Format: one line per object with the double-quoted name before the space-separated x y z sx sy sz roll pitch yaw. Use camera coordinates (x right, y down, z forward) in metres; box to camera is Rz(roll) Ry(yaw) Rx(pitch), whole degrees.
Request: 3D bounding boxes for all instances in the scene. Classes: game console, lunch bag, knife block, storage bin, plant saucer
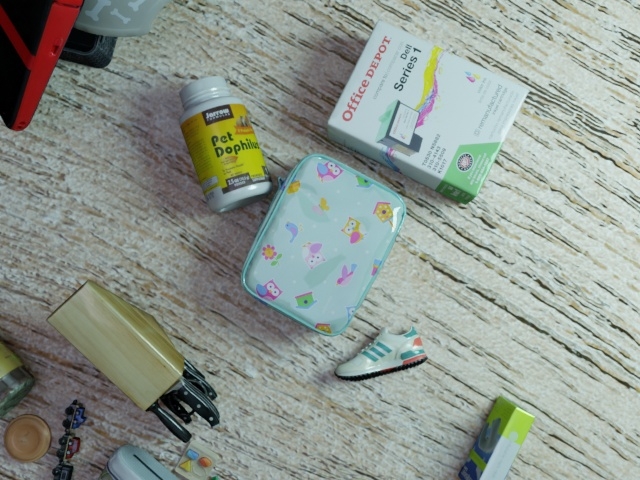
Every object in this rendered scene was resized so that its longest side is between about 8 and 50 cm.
"game console" -0.520 -0.425 1.206 0.386 0.060 0.342 55 133 17
"lunch bag" 0.000 0.000 1.260 0.224 0.108 0.279 28 88 1
"knife block" -0.280 0.208 1.200 0.088 0.276 0.242 -44 57 -1
"storage bin" -0.454 -0.388 1.311 0.180 0.084 0.122 14 87 2
"plant saucer" -0.513 0.346 1.305 0.083 0.013 0.083 0 86 1

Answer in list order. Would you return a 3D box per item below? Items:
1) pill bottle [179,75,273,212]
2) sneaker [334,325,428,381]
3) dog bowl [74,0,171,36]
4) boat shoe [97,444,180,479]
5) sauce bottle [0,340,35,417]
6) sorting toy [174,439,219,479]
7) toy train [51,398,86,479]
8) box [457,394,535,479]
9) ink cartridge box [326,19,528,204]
"pill bottle" -0.167 -0.164 1.272 0.117 0.117 0.215 -20 86 0
"sneaker" 0.098 0.192 1.283 0.161 0.057 0.075 -14 70 2
"dog bowl" -0.330 -0.513 1.251 0.348 0.102 0.349 1 67 -3
"boat shoe" -0.250 0.473 1.258 0.302 0.109 0.094 40 104 12
"sauce bottle" -0.640 0.154 1.271 0.111 0.111 0.344 -44 87 -1
"sorting toy" -0.203 0.393 1.294 0.083 0.012 0.062 30 88 3
"toy train" -0.435 0.356 1.296 0.036 0.027 0.158 11 87 -1
"box" 0.285 0.352 1.234 0.042 0.109 0.178 28 88 -1
"ink cartridge box" 0.173 -0.214 1.265 0.278 0.117 0.201 26 88 3
